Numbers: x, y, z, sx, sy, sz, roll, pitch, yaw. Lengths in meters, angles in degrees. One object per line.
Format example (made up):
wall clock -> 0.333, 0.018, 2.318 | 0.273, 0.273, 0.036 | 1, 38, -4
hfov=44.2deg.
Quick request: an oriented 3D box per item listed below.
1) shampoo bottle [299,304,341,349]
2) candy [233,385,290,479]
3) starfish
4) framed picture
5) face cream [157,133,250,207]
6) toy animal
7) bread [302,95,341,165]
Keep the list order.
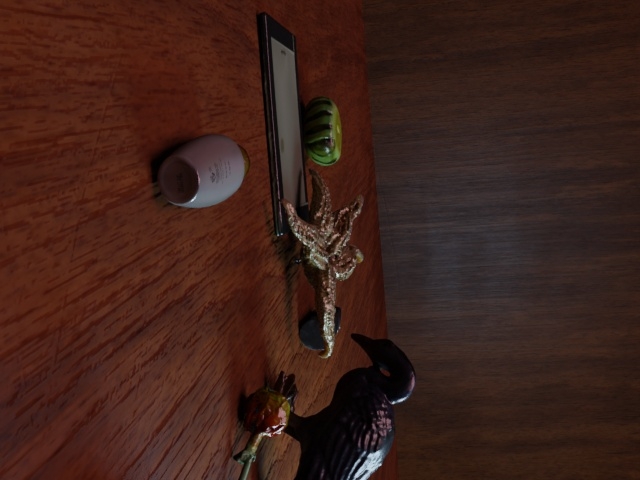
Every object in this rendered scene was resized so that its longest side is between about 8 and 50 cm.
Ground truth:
shampoo bottle -> 0.007, 0.158, 1.468 | 0.207, 0.057, 0.064 | -27, 113, -79
candy -> -0.082, 0.258, 0.928 | 0.201, 0.060, 0.060 | -70, 156, -48
starfish -> 0.004, -0.008, 1.349 | 0.293, 0.084, 0.302 | -64, 139, -53
framed picture -> -0.057, -0.191, 1.336 | 0.265, 0.016, 0.347 | -40, 126, -78
face cream -> -0.116, -0.072, 0.810 | 0.182, 0.051, 0.072 | -51, 135, -75
toy animal -> 0.014, 0.260, 1.095 | 0.122, 0.185, 0.298 | 82, 28, -51
bread -> 0.002, -0.212, 1.536 | 0.130, 0.071, 0.139 | 72, 15, -68
